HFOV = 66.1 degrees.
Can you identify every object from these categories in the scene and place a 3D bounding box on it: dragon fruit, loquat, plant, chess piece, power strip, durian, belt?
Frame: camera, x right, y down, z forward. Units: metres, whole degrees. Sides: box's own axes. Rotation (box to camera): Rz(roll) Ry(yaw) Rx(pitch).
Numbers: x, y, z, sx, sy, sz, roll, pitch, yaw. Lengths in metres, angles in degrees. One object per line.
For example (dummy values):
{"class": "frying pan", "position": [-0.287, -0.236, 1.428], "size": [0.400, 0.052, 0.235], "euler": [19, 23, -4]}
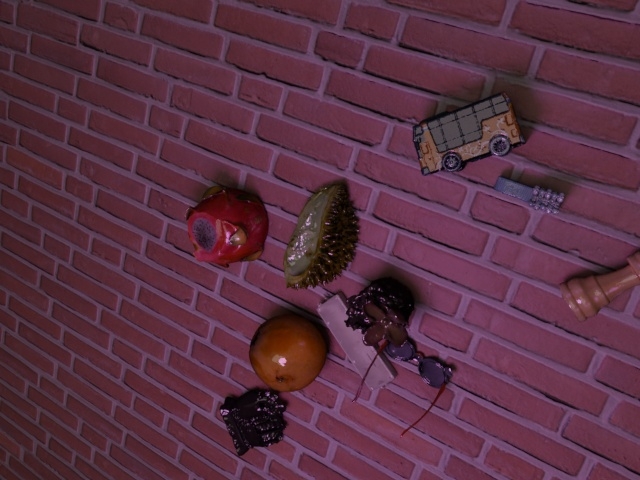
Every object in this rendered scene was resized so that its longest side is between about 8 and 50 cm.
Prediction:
{"class": "dragon fruit", "position": [-0.340, -0.043, 1.704], "size": [0.290, 0.189, 0.291], "euler": [5, 102, 23]}
{"class": "loquat", "position": [-0.109, 0.379, 1.664], "size": [0.263, 0.263, 0.263], "euler": [5, 102, 24]}
{"class": "plant", "position": [0.181, 0.219, 1.498], "size": [0.204, 0.234, 0.178], "euler": [40, 119, 7]}
{"class": "chess piece", "position": [0.818, 0.076, 1.237], "size": [0.397, 0.117, 0.117], "euler": [-31, 86, 24]}
{"class": "power strip", "position": [0.116, 0.331, 1.649], "size": [0.106, 0.043, 0.367], "euler": [-36, 84, 26]}
{"class": "durian", "position": [0.008, 0.001, 1.603], "size": [0.198, 0.163, 0.394], "euler": [30, 107, 45]}
{"class": "belt", "position": [0.557, -0.125, 1.324], "size": [0.179, 0.100, 0.065], "euler": [23, 105, 22]}

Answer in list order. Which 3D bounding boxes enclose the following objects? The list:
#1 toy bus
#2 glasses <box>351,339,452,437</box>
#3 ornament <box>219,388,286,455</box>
{"class": "toy bus", "position": [0.397, -0.283, 1.344], "size": [0.275, 0.138, 0.167], "euler": [-18, 91, 25]}
{"class": "glasses", "position": [0.250, 0.432, 1.490], "size": [0.234, 0.268, 0.118], "euler": [35, 131, 13]}
{"class": "ornament", "position": [-0.226, 0.675, 1.855], "size": [0.260, 0.106, 0.251], "euler": [-17, 100, 18]}
